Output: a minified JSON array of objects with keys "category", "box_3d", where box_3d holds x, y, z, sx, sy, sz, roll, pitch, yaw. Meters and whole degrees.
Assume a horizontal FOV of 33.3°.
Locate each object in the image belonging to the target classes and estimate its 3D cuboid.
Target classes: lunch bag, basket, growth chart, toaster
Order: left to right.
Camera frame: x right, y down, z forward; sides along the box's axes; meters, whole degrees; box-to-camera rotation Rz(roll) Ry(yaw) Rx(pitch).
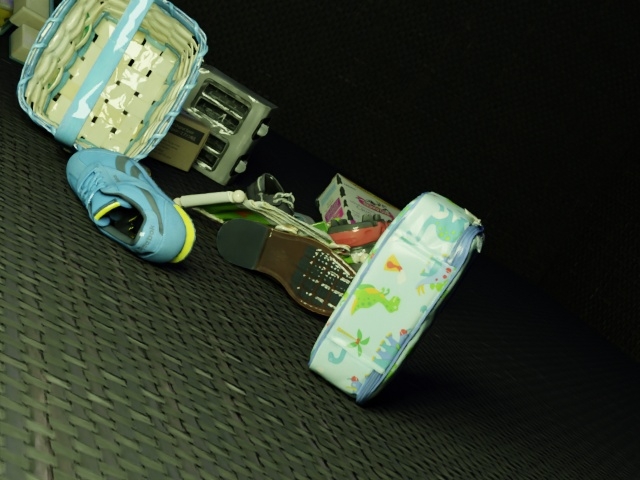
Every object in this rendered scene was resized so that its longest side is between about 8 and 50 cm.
[{"category":"basket","box_3d":[-0.266,-0.215,1.362,0.201,0.255,0.289,32,-11,-13]},{"category":"toaster","box_3d":[-0.189,-0.210,1.889,0.185,0.168,0.110,32,8,-4]},{"category":"growth chart","box_3d":[-0.069,-0.014,1.439,0.237,0.021,0.172,27,-20,-28]},{"category":"lunch bag","box_3d":[0.084,0.055,1.106,0.090,0.219,0.176,34,7,7]}]

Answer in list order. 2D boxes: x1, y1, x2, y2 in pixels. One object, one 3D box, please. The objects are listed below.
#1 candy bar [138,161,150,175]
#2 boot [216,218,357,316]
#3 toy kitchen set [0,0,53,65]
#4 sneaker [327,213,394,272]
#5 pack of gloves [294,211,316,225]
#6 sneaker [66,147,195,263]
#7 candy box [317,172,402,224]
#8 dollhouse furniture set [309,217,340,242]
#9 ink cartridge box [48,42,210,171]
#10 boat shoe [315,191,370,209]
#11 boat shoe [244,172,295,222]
[{"category":"candy bar","box_3d":[-0.249,-0.087,1.442,0.040,0.018,0.161,34,7,-11]},{"category":"boot","box_3d":[-0.016,0.034,1.346,0.219,0.082,0.106,28,6,18]},{"category":"toy kitchen set","box_3d":[-0.529,-0.362,1.917,0.122,0.166,0.207,24,48,-44]},{"category":"sneaker","box_3d":[0.108,0.026,1.693,0.097,0.135,0.276,-9,-2,32]},{"category":"pack of gloves","box_3d":[-0.002,-0.029,1.948,0.195,0.046,0.232,37,9,29]},{"category":"sneaker","box_3d":[-0.219,-0.047,1.129,0.209,0.069,0.082,38,13,36]},{"category":"candy box","box_3d":[0.088,-0.007,1.882,0.159,0.071,0.233,29,21,-23]},{"category":"dollhouse furniture set","box_3d":[0.000,0.000,1.746,0.151,0.076,0.059,173,-97,-86]},{"category":"ink cartridge box","box_3d":[-0.323,-0.222,1.742,0.234,0.088,0.193,37,10,34]},{"category":"boat shoe","box_3d":[0.041,-0.054,2.156,0.089,0.109,0.258,23,-7,-13]},{"category":"boat shoe","box_3d":[-0.078,-0.061,1.769,0.075,0.065,0.206,29,9,-24]}]
